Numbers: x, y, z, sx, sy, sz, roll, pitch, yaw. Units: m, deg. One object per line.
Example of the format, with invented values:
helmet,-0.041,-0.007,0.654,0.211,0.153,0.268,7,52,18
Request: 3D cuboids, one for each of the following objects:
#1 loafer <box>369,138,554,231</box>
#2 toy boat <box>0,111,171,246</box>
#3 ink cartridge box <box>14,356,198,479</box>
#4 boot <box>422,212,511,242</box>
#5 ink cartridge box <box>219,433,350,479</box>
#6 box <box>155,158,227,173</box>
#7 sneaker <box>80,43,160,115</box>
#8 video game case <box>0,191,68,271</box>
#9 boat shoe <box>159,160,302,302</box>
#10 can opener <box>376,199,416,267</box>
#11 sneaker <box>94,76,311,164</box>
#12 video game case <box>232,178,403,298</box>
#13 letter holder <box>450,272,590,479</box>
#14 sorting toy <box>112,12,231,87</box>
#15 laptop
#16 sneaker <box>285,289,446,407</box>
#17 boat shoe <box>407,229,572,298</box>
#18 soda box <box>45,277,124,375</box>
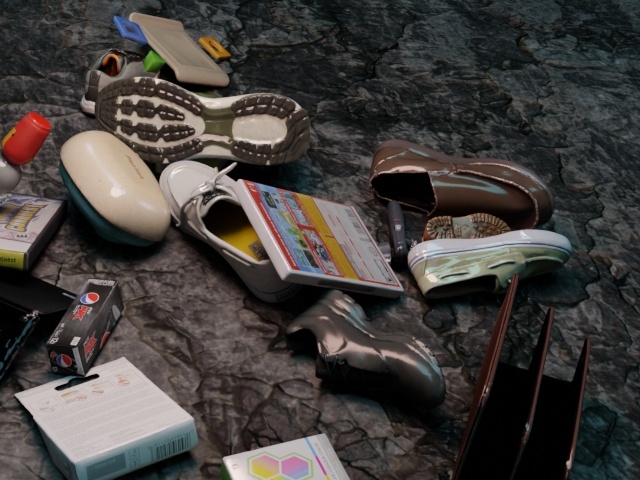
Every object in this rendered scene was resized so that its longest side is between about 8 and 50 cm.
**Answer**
loafer,0.251,-0.081,2.075,0.366,0.133,0.130,14,39,22
toy boat,-0.414,-0.101,1.881,0.318,0.148,0.267,26,21,-44
ink cartridge box,-0.305,0.253,1.562,0.181,0.056,0.225,-17,25,-31
boot,0.260,-0.009,2.001,0.158,0.084,0.059,2,68,-7
ink cartridge box,-0.070,0.336,1.474,0.209,0.062,0.109,-9,40,-23
box,-0.234,-0.175,2.147,0.109,0.042,0.178,18,37,10
sneaker,-0.405,-0.354,2.300,0.100,0.108,0.271,15,35,10
video game case,-0.569,-0.030,1.822,0.248,0.035,0.275,8,20,-2
boat shoe,-0.171,-0.052,1.876,0.136,0.156,0.367,-34,54,-13
can opener,0.135,-0.017,2.004,0.073,0.059,0.186,8,36,-2
sneaker,-0.219,-0.216,2.099,0.410,0.158,0.182,9,6,2
video game case,0.000,0.000,1.840,0.285,0.025,0.204,12,39,-47
letter holder,0.303,0.214,1.595,0.152,0.214,0.302,16,36,9
sorting toy,-0.306,-0.397,2.371,0.196,0.047,0.348,51,26,19
laptop,-0.526,0.130,1.692,0.234,0.136,0.264,20,63,15
sneaker,0.064,0.186,1.691,0.286,0.109,0.130,27,45,37
boat shoe,0.300,0.050,1.936,0.302,0.109,0.094,-5,61,-12
soda box,-0.356,0.129,1.687,0.053,0.060,0.169,3,35,13
